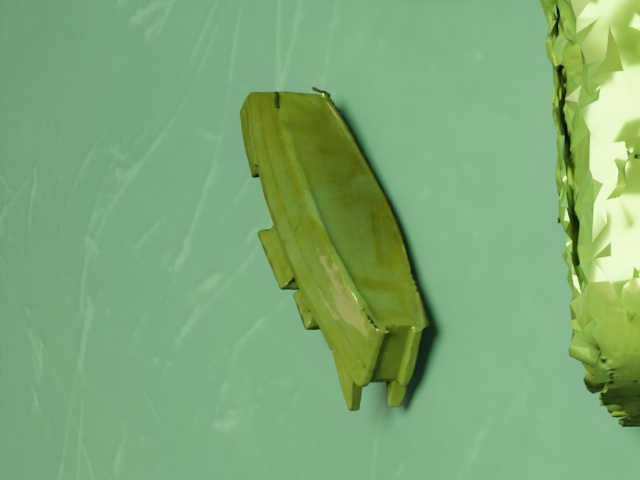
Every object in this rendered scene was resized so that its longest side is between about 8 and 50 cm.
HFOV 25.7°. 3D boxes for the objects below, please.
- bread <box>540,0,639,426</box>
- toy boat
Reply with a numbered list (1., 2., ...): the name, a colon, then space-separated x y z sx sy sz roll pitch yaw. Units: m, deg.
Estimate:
1. bread: 0.233 -0.066 0.530 0.315 0.279 0.248 -3 77 5
2. toy boat: 0.000 0.000 0.779 0.072 0.064 0.206 -55 45 45
